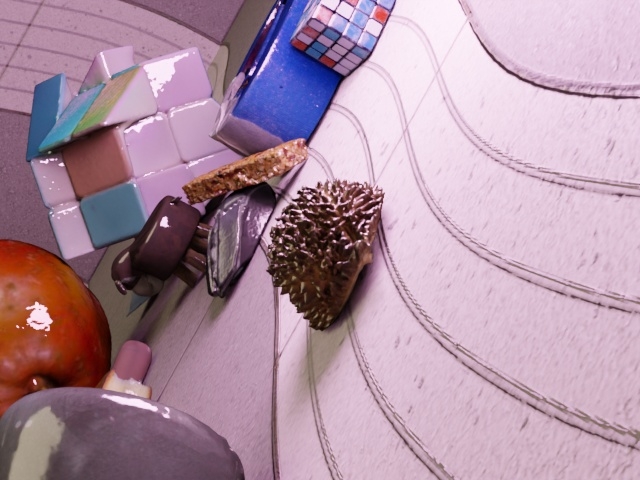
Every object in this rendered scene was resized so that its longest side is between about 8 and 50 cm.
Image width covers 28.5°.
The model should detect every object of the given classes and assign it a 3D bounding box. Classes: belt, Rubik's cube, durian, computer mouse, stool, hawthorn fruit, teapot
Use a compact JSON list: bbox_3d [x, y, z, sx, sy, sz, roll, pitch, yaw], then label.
[{"bbox_3d":[-0.042,-0.255,1.800,0.212,0.117,0.347,-44,21,48],"label":"belt"},{"bbox_3d":[-0.315,-0.150,2.170,0.368,0.358,0.387,-21,3,-17],"label":"Rubik's cube"},{"bbox_3d":[0.000,0.000,1.152,0.148,0.091,0.188,-62,15,-6],"label":"durian"},{"bbox_3d":[-0.116,-0.011,1.687,0.106,0.062,0.192,-41,21,50],"label":"computer mouse"},{"bbox_3d":[0.029,-0.287,1.648,0.092,0.092,0.092,-66,14,-21],"label":"Rubik's cube"},{"bbox_3d":[-0.241,0.022,1.960,0.217,0.121,0.125,-52,17,29],"label":"stool"},{"bbox_3d":[-0.522,0.212,2.119,0.403,0.402,0.403,-56,14,21],"label":"hawthorn fruit"},{"bbox_3d":[-0.156,0.291,1.024,0.223,0.305,0.285,73,-155,-54],"label":"teapot"}]

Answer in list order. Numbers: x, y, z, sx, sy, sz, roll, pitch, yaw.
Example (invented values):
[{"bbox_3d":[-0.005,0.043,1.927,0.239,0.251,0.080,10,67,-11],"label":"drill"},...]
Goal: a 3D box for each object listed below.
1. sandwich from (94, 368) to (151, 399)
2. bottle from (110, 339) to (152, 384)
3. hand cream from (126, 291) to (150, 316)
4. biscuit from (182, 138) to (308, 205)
[{"bbox_3d":[-0.297,0.289,1.669,0.096,0.094,0.258,-47,17,33],"label":"sandwich"},{"bbox_3d":[-0.300,0.219,1.918,0.053,0.053,0.140,-47,20,47],"label":"bottle"},{"bbox_3d":[-0.307,0.025,2.373,0.091,0.058,0.271,-35,30,38],"label":"hand cream"},{"bbox_3d":[-0.103,-0.091,1.691,0.199,0.034,0.064,-16,13,42],"label":"biscuit"}]
